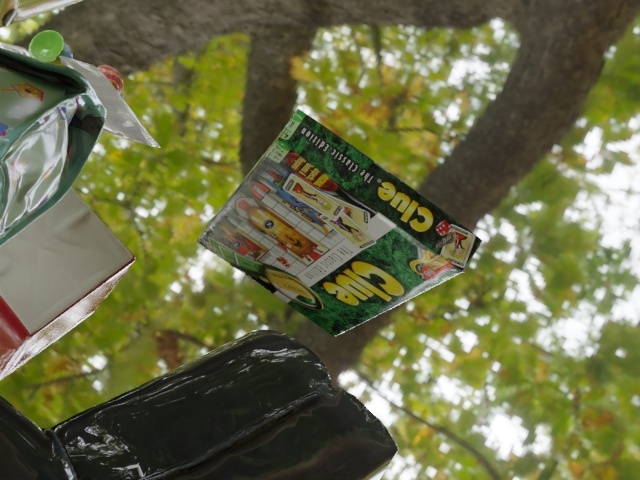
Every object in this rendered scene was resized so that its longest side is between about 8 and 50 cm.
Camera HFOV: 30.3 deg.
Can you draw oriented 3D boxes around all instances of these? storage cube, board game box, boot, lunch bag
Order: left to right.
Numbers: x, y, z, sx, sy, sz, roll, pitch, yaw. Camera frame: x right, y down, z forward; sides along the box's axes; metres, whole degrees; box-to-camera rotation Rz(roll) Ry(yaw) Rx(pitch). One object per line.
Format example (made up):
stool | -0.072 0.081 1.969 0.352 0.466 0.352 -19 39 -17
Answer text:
lunch bag | -0.351 -0.119 1.155 0.262 0.223 0.160 -61 -11 -61
storage cube | -0.391 0.038 1.553 0.215 0.183 0.193 -39 -1 -36
boot | -0.179 0.150 1.041 0.445 0.367 0.146 -20 -21 -46
board game box | 0.000 0.000 0.804 0.030 0.136 0.260 -60 7 -20

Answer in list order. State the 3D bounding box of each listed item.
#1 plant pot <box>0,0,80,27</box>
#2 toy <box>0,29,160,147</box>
plant pot | -0.290 -0.319 1.028 0.227 0.207 0.228 -60 -8 29
toy | -0.287 -0.193 1.454 0.237 0.137 0.056 53 -126 -70
